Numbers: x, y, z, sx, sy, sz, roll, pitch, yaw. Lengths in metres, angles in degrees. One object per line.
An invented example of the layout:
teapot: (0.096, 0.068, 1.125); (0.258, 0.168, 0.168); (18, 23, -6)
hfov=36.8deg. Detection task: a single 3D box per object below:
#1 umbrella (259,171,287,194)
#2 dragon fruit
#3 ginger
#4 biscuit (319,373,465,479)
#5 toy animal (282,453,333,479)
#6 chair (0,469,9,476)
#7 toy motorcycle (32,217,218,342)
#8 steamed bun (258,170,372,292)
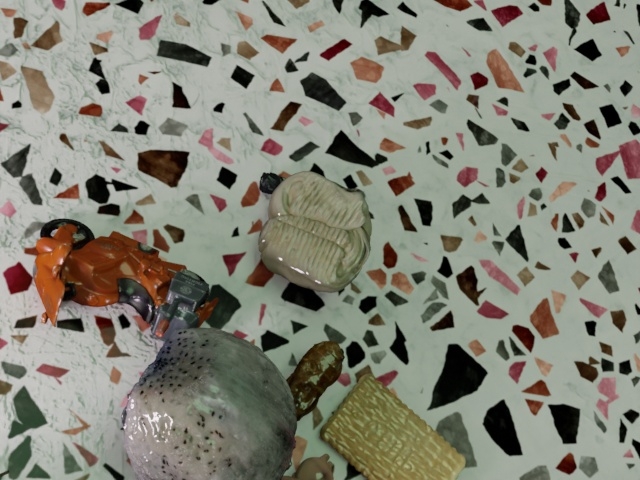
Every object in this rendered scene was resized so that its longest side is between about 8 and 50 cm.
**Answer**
umbrella: (-0.025, -0.097, 1.851); (0.188, 0.046, 0.050); (12, 102, -15)
dragon fruit: (-0.158, 0.274, 1.509); (0.204, 0.221, 0.283); (13, 54, 27)
ginger: (-0.022, 0.246, 1.674); (0.073, 0.103, 0.162); (35, 78, 12)
biscuit: (0.130, 0.370, 1.713); (0.249, 0.030, 0.160); (41, 60, 0)
toy animal: (-0.030, 0.414, 1.604); (0.083, 0.089, 0.150); (42, 51, 5)
chair: (-0.563, 0.394, 1.404); (0.221, 0.095, 0.104); (-20, 67, -26)
toy motorcycle: (-0.341, 0.078, 1.607); (0.325, 0.148, 0.221); (23, 39, -3)
steamed bun: (0.001, -0.002, 1.769); (0.218, 0.144, 0.211); (21, 72, 19)
